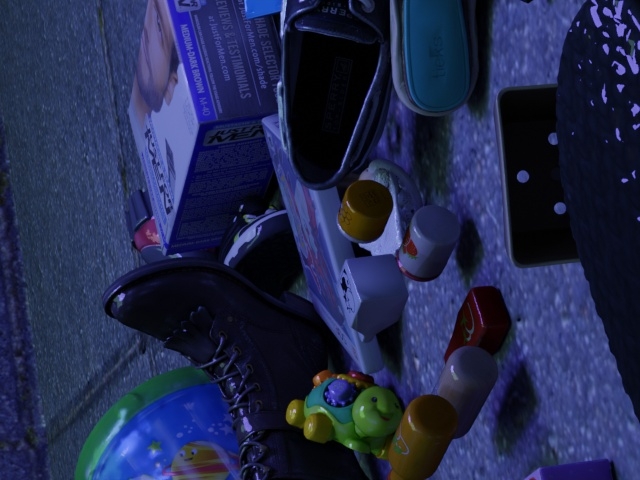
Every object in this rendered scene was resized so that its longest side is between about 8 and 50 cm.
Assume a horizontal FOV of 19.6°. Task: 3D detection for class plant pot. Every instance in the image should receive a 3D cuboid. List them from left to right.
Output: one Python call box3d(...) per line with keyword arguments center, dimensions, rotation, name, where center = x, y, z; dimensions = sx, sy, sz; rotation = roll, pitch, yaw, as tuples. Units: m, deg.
box3d(center=(0.159, -0.043, 1.156), dimensions=(0.096, 0.109, 0.109), rotation=(-166, 71, -85), name="plant pot")

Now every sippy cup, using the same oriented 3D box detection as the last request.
box3d(center=(-0.100, 0.279, 1.869), dimensions=(0.224, 0.240, 0.305), rotation=(43, 146, 48), name="sippy cup")

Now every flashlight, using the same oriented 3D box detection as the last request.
box3d(center=(-0.146, 0.077, 2.118), dimensions=(0.103, 0.103, 0.304), rotation=(62, -171, -61), name="flashlight")

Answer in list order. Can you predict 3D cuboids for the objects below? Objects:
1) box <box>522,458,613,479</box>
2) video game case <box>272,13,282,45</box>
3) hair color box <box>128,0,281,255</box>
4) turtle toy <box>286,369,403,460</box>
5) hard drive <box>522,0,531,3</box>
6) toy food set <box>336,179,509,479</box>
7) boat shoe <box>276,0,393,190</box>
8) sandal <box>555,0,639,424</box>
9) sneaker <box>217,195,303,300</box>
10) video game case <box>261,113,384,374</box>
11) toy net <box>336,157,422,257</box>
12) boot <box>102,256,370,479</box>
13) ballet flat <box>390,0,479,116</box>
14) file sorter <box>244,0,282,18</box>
box3d(center=(0.152, 0.295, 1.335), dimensions=(0.293, 0.057, 0.201), rotation=(123, 139, -62), name="box")
box3d(center=(-0.050, -0.288, 1.832), dimensions=(0.193, 0.023, 0.212), rotation=(-125, 34, -57), name="video game case")
box3d(center=(-0.119, -0.134, 1.908), dimensions=(0.339, 0.110, 0.185), rotation=(117, 141, -64), name="hair color box")
box3d(center=(0.032, 0.151, 1.628), dimensions=(0.130, 0.095, 0.066), rotation=(25, 97, 69), name="turtle toy")
box3d(center=(0.098, -0.231, 1.275), dimensions=(0.135, 0.022, 0.094), rotation=(29, 132, 23), name="hard drive")
box3d(center=(0.072, 0.072, 1.424), dimensions=(0.104, 0.111, 0.232), rotation=(110, 147, -52), name="toy food set")
box3d(center=(0.017, -0.185, 1.445), dimensions=(0.102, 0.108, 0.301), rotation=(-61, -17, -67), name="boat shoe")
box3d(center=(0.241, 0.075, 0.964), dimensions=(0.446, 0.107, 0.167), rotation=(69, 159, 7), name="sandal")
box3d(center=(-0.069, -0.004, 1.878), dimensions=(0.235, 0.084, 0.097), rotation=(129, 134, -65), name="sneaker")
box3d(center=(0.000, 0.000, 1.666), dimensions=(0.183, 0.023, 0.201), rotation=(-131, 25, -68), name="video game case")
box3d(center=(0.048, -0.084, 1.575), dimensions=(0.122, 0.045, 0.232), rotation=(-59, 40, 38), name="toy net")
box3d(center=(-0.068, 0.140, 1.693), dimensions=(0.091, 0.263, 0.229), rotation=(-51, 37, 37), name="boot")
box3d(center=(0.082, -0.216, 1.378), dimensions=(0.086, 0.086, 0.248), rotation=(-128, 36, -59), name="ballet flat")
box3d(center=(-0.005, -0.279, 1.568), dimensions=(0.118, 0.104, 0.170), rotation=(-172, 77, -72), name="file sorter")
